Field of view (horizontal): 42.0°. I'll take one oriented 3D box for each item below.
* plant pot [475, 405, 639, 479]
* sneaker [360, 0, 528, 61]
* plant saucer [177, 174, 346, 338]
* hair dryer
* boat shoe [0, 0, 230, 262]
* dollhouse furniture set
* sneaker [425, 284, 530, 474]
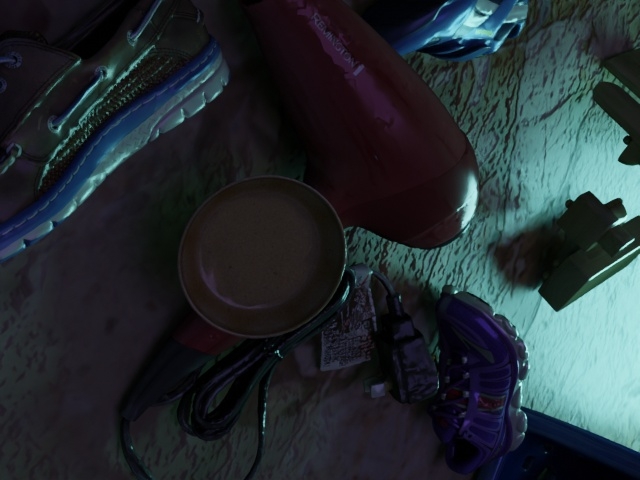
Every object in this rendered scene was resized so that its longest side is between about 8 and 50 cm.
[{"bbox_3d":[0.255,0.298,0.703,0.212,0.236,0.236,26,85,-52],"label":"plant pot"},{"bbox_3d":[0.081,-0.132,0.504,0.144,0.053,0.059,-31,126,-32],"label":"sneaker"},{"bbox_3d":[-0.029,0.007,0.409,0.083,0.015,0.083,-5,109,-15],"label":"plant saucer"},{"bbox_3d":[0.000,0.000,0.452,0.223,0.080,0.294,-17,114,-38],"label":"hair dryer"},{"bbox_3d":[-0.117,-0.051,0.338,0.183,0.066,0.066,-48,128,-35],"label":"boat shoe"},{"bbox_3d":[0.234,-0.052,0.699,0.144,0.123,0.151,-24,154,-37],"label":"dollhouse furniture set"},{"bbox_3d":[0.109,0.109,0.608,0.071,0.068,0.170,-32,125,-26],"label":"sneaker"}]
